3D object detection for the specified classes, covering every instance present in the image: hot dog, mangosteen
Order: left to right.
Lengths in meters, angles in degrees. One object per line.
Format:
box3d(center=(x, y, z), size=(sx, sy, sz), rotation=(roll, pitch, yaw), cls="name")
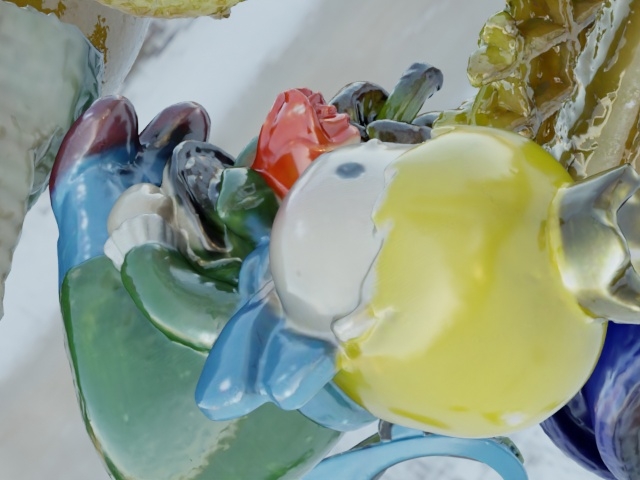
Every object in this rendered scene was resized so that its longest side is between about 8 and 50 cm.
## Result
box3d(center=(0.044, -0.037, 1.652), size=(0.257, 0.215, 0.215), rotation=(-58, 18, 4), cls="mangosteen")
box3d(center=(0.157, -0.087, 0.830), size=(0.068, 0.083, 0.289), rotation=(-89, 19, -56), cls="hot dog")

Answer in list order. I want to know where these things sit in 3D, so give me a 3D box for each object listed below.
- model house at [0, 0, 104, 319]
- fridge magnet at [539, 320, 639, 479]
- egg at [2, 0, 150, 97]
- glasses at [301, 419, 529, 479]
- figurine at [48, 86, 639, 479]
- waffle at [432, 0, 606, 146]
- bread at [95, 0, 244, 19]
box3d(center=(-0.284, 0.020, 0.907), size=(0.298, 0.243, 0.284), rotation=(-14, 59, 54), cls="model house")
box3d(center=(0.246, 0.065, 1.041), size=(0.265, 0.265, 0.113), rotation=(-41, 35, 30), cls="fridge magnet")
box3d(center=(-0.288, -0.243, 1.688), size=(0.282, 0.282, 0.351), rotation=(-36, 47, 40), cls="egg")
box3d(center=(0.052, 0.171, 1.237), size=(0.239, 0.102, 0.207), rotation=(-28, -11, 29), cls="glasses")
box3d(center=(0.009, -0.002, 0.693), size=(0.234, 0.127, 0.185), rotation=(-32, 61, 37), cls="figurine")
box3d(center=(0.192, -0.111, 1.210), size=(0.069, 0.293, 0.260), rotation=(29, 102, 47), cls="waffle")
box3d(center=(-0.130, -0.237, 1.319), size=(0.147, 0.260, 0.160), rotation=(-61, 33, 30), cls="bread")
